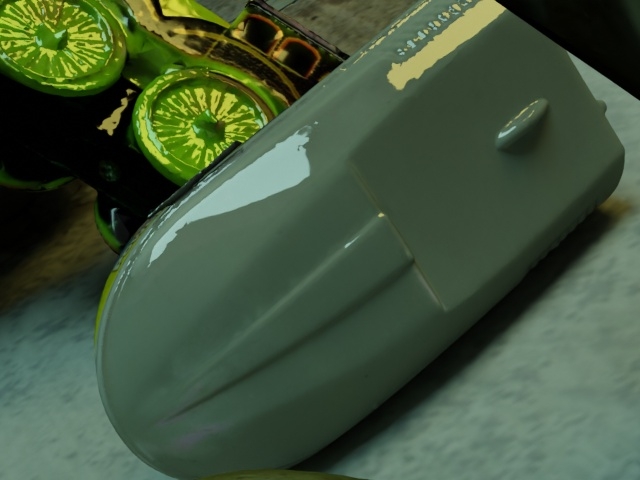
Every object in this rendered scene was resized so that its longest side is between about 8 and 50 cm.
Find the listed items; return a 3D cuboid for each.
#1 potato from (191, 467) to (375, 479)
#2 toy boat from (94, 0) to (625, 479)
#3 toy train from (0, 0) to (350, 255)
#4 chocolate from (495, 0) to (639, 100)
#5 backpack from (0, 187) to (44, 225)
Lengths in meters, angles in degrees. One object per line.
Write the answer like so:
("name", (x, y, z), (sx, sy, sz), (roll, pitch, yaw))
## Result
("potato", (-0.030, 0.152, 0.634), (0.194, 0.157, 0.157), (-20, 22, -13))
("toy boat", (0.007, -0.003, 0.890), (0.269, 0.141, 0.141), (-37, 25, -12))
("toy train", (-0.132, -0.101, 1.071), (0.160, 0.296, 0.100), (-59, 0, -41))
("chocolate", (0.250, -0.157, 0.633), (0.314, 0.326, 0.297), (-56, 11, -2))
("backpack", (-0.320, -0.059, 1.213), (0.445, 0.255, 0.363), (-38, 32, -26))
